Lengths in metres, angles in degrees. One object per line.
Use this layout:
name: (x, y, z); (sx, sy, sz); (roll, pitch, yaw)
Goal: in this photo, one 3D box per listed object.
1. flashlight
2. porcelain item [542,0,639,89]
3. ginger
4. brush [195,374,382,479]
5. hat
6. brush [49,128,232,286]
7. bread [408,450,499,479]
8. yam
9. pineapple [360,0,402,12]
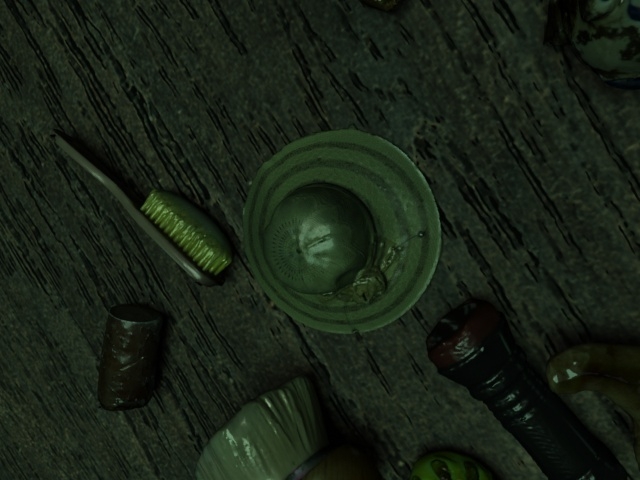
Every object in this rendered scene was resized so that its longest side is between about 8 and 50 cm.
flashlight: (0.212, 0.170, 0.528); (0.093, 0.093, 0.232); (-41, 91, 22)
porcelain item: (0.270, -0.269, 0.390); (0.186, 0.138, 0.287); (-10, 98, 11)
ginger: (0.374, 0.195, 0.473); (0.166, 0.080, 0.333); (-41, 84, 4)
brush: (-0.055, 0.307, 0.617); (0.166, 0.174, 0.266); (44, 130, 23)
hat: (0.000, 0.000, 0.554); (0.252, 0.110, 0.251); (4, 103, 20)
brush: (-0.227, -0.059, 0.660); (0.313, 0.072, 0.067); (40, 88, 12)
bread: (0.151, 0.315, 0.582); (0.130, 0.071, 0.139); (33, 110, 7)
yam: (-0.261, 0.160, 0.703); (0.079, 0.079, 0.141); (16, 105, 17)
pineapple: (0.075, -0.291, 0.498); (0.058, 0.058, 0.124); (28, 108, 13)
